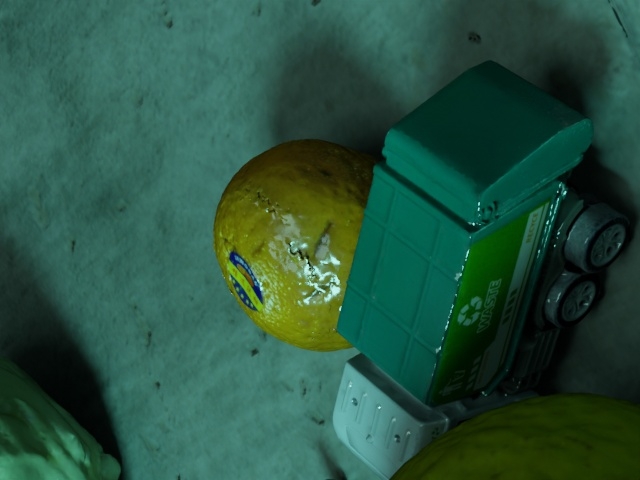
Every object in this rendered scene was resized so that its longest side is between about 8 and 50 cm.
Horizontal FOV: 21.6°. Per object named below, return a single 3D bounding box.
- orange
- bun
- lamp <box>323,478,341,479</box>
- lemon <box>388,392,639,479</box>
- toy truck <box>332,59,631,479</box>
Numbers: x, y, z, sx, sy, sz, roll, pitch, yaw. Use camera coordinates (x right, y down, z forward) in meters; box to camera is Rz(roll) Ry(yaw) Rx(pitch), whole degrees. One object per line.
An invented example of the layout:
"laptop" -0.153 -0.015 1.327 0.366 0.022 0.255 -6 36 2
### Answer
"orange" 0.001 0.002 1.038 0.135 0.117 0.136 54 157 36
"bun" -0.254 0.207 1.359 0.283 0.179 0.283 165 90 -71
"lamp" -0.043 0.216 1.202 0.198 0.056 0.050 -35 77 51
"lemon" 0.120 0.206 0.856 0.267 0.267 0.267 17 114 45
"toy truck" 0.083 0.028 0.949 0.114 0.124 0.253 38 126 38
